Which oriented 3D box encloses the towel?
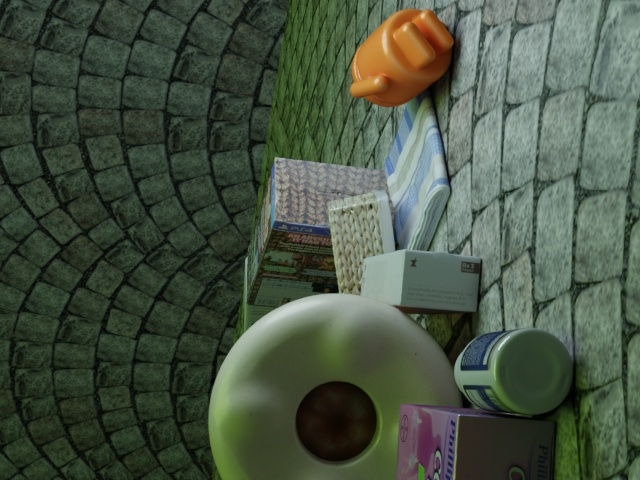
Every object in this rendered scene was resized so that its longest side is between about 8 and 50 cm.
[{"bbox_3d":[0.156,-0.108,1.844,0.209,0.034,0.285,108,164,-44],"label":"towel"}]

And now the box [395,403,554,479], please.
[{"bbox_3d":[0.173,0.310,1.324,0.243,0.117,0.214,158,118,-77],"label":"box"}]

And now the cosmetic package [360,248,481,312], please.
[{"bbox_3d":[0.141,0.064,1.622,0.231,0.117,0.086,164,111,-79],"label":"cosmetic package"}]

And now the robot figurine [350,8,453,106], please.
[{"bbox_3d":[0.127,-0.291,1.794,0.219,0.128,0.158,148,136,-65],"label":"robot figurine"}]

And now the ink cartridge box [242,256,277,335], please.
[{"bbox_3d":[-0.062,0.155,2.301,0.273,0.197,0.114,98,172,-55],"label":"ink cartridge box"}]

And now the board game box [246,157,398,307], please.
[{"bbox_3d":[0.000,0.000,2.060,0.291,0.232,0.141,113,160,-53],"label":"board game box"}]

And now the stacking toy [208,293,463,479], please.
[{"bbox_3d":[0.013,0.241,1.711,0.480,0.350,0.351,-145,61,-87],"label":"stacking toy"}]

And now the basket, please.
[{"bbox_3d":[0.072,0.006,1.857,0.113,0.103,0.167,-88,-9,-80],"label":"basket"}]

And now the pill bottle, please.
[{"bbox_3d":[0.212,0.150,1.269,0.169,0.094,0.094,151,125,-76],"label":"pill bottle"}]
